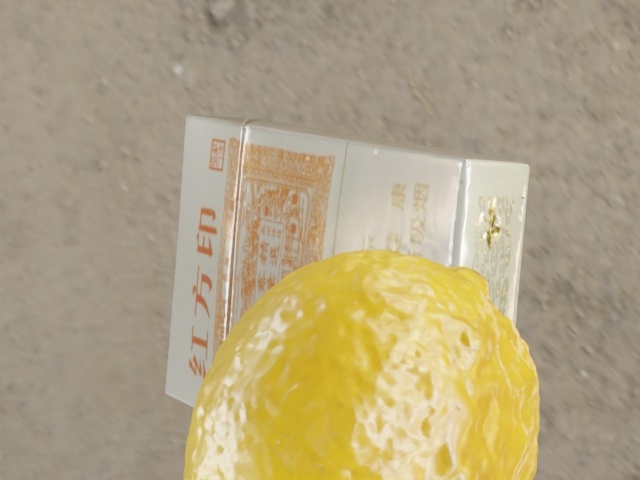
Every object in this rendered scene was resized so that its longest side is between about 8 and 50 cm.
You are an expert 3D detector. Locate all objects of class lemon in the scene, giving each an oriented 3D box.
[{"bbox_3d":[0.015,0.089,0.812,0.142,0.142,0.187,15,63,29],"label":"lemon"}]

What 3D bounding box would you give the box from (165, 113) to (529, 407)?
[{"bbox_3d":[0.003,0.033,1.260,0.365,0.051,0.204,14,102,61],"label":"box"}]
